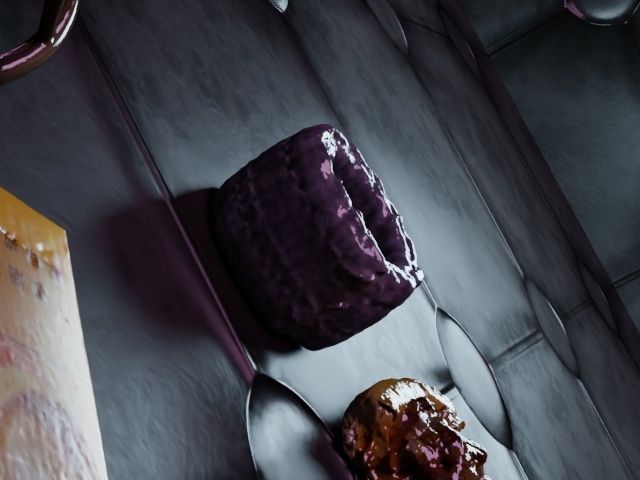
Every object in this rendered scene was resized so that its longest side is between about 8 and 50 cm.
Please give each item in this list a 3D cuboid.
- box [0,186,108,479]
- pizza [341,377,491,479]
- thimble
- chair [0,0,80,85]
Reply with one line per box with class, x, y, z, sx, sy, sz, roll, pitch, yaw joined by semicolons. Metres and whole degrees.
box;-0.143;0.075;0.543;0.152;0.043;0.269;39;27;-48
pizza;0.090;0.186;0.977;0.194;0.069;0.154;64;17;17
thimble;-0.001;-0.002;0.975;0.150;0.097;0.150;52;18;-25
chair;-0.199;-0.225;0.697;0.272;0.166;0.188;110;-34;-53
